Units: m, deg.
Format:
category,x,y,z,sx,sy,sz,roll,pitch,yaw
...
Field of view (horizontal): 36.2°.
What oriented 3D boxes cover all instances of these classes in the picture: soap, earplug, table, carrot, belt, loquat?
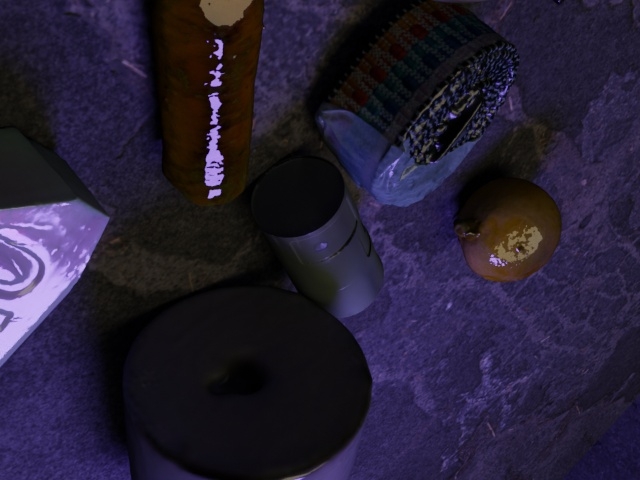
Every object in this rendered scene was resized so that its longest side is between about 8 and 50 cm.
category,x,y,z,sx,sy,sz,roll,pitch,yaw
soap,-0.385,0.048,0.969,0.347,0.115,0.208,-46,146,4
earplug,-0.110,0.304,1.345,0.313,0.312,0.394,-22,141,-29
table,0.000,0.000,1.297,0.126,0.126,0.220,-39,145,-7
carrot,-0.117,-0.176,1.009,0.114,0.114,0.301,-24,145,-27
belt,0.121,-0.170,1.222,0.257,0.150,0.207,-53,155,15
loquat,0.290,-0.017,1.554,0.205,0.149,0.172,1,131,-32

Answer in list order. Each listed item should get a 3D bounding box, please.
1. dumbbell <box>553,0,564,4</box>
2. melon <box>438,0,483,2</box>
category,x,y,z,sx,sy,sz,roll,pitch,yaw
dumbbell,0.409,-0.428,1.238,0.325,0.143,0.143,-47,146,5
melon,0.163,-0.380,0.934,0.330,0.269,0.268,-53,149,-18
